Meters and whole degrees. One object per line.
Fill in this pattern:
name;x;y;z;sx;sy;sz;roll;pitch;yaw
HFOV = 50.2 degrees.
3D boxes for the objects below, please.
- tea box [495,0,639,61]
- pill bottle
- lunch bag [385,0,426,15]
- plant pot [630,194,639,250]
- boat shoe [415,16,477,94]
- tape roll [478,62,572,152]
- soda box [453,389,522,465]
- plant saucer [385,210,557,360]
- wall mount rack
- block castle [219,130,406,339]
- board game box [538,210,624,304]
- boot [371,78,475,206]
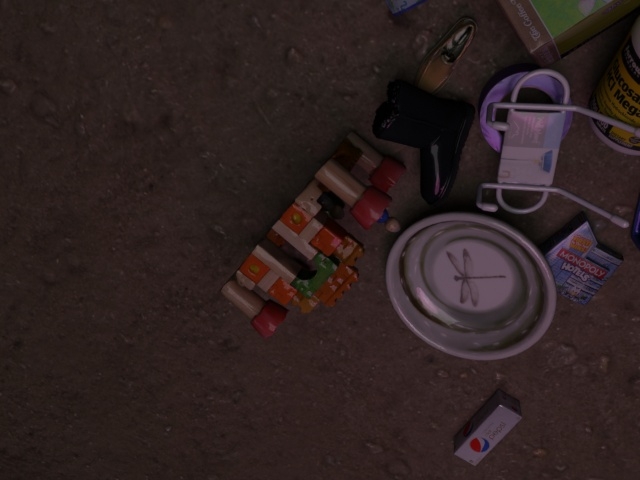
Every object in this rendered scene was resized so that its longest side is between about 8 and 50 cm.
tea box;0.461;-0.483;1.178;0.323;0.329;0.220;-32;86;22
pill bottle;0.636;-0.317;1.253;0.187;0.188;0.334;11;155;5
lunch bag;0.170;-0.534;1.367;0.151;0.096;0.129;-14;116;49
plant pot;0.810;-0.052;1.421;0.211;0.236;0.236;4;117;2
boat shoe;0.260;-0.381;1.437;0.068;0.072;0.190;28;118;-5
tape roll;0.433;-0.275;1.457;0.188;0.080;0.189;4;117;7
soda box;0.451;0.509;1.856;0.073;0.069;0.216;30;117;-5
plant saucer;0.356;0.095;1.618;0.400;0.100;0.401;13;124;21
wall mount rack;0.478;-0.158;1.379;0.303;0.131;0.350;5;131;10
block castle;0.000;0.000;1.551;0.212;0.303;0.453;40;116;-4
board game box;0.601;0.040;1.597;0.194;0.060;0.194;27;119;-4
boot;0.203;-0.209;1.481;0.207;0.094;0.247;10;108;-20
